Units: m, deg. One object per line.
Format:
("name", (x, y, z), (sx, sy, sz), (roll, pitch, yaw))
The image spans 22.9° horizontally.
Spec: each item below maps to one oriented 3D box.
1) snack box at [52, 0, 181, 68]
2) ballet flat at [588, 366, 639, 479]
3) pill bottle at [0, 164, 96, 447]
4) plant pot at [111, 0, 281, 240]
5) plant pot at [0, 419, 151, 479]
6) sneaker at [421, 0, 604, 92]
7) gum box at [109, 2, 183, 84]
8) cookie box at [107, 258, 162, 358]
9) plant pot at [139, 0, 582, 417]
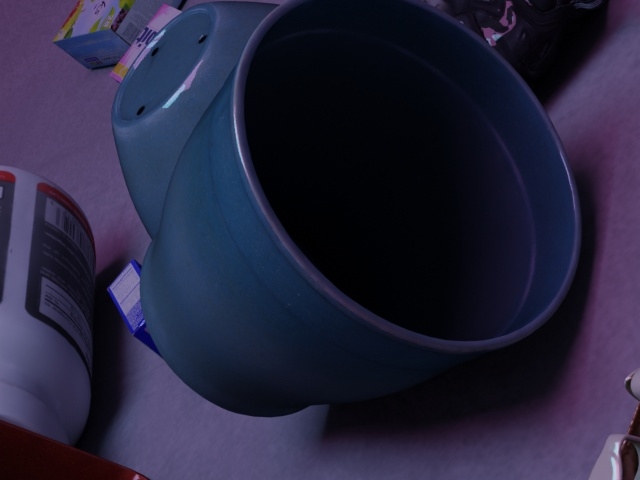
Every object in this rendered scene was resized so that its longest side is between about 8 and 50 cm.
("snack box", (-0.234, -0.326, 2.030), (0.174, 0.070, 0.207), (2, 60, 57))
("ballet flat", (0.196, 0.113, 0.897), (0.073, 0.067, 0.206), (-8, 50, 52))
("pill bottle", (-0.323, 0.105, 1.514), (0.210, 0.210, 0.363), (-40, 30, 20))
("plant pot", (-0.068, -0.096, 1.391), (0.290, 0.195, 0.290), (-35, 33, 27))
("plant pot", (-0.245, 0.277, 1.178), (0.267, 0.267, 0.236), (21, 85, 60))
("sneaker", (0.152, -0.219, 1.319), (0.153, 0.101, 0.269), (-42, 35, 16))
("gum box", (-0.158, -0.193, 1.772), (0.107, 0.062, 0.188), (-53, 28, -2))
("cookie box", (-0.135, 0.074, 1.402), (0.040, 0.092, 0.107), (-47, 28, 2))
("plant pot", (0.000, 0.000, 1.133), (0.255, 0.271, 0.272), (-40, 27, 48))
